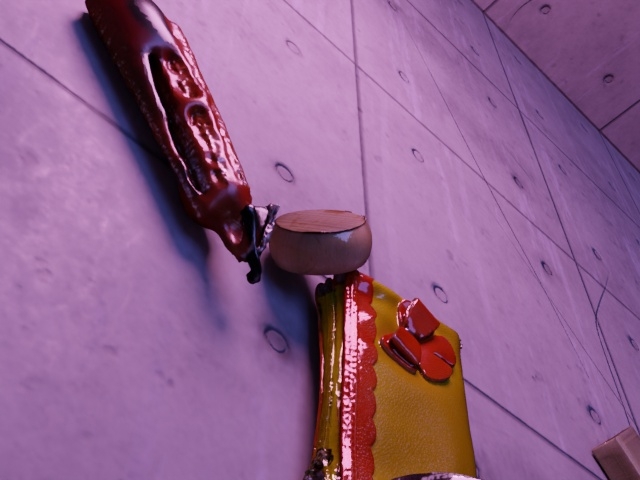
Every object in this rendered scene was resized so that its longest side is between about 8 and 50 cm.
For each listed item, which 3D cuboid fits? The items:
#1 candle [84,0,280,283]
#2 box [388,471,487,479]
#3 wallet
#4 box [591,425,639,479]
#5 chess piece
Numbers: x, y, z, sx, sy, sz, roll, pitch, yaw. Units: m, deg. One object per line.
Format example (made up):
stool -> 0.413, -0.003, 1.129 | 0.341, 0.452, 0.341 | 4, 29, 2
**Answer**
candle -> -0.108, -0.093, 0.668 | 0.084, 0.059, 0.301 | 1, 52, -42
box -> 0.059, 0.220, 0.433 | 0.151, 0.151, 0.135 | 48, 35, -5
wallet -> 0.055, 0.126, 0.630 | 0.141, 0.067, 0.241 | 36, 30, -23
box -> 0.348, 0.254, 0.955 | 0.083, 0.035, 0.079 | 4, 52, -57
chess piece -> 0.000, 0.000, 0.690 | 0.084, 0.084, 0.038 | -37, 127, -64
